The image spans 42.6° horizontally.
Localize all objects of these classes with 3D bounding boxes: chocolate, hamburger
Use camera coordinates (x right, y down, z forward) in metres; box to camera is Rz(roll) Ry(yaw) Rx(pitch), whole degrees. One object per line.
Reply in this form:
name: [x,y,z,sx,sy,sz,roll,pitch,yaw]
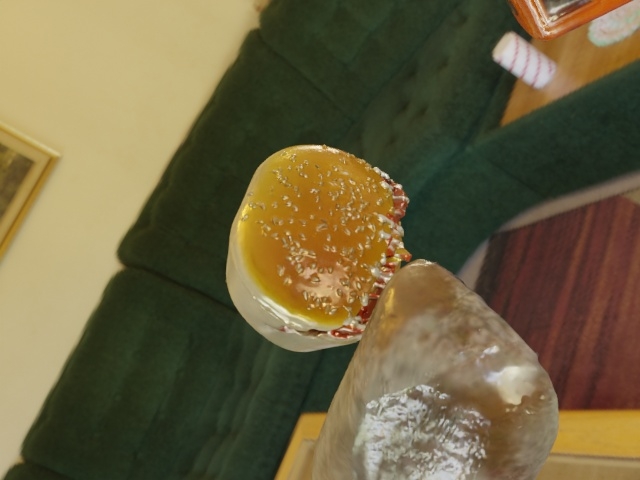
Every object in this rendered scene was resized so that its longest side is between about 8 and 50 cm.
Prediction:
chocolate: [0.068,0.179,0.680,0.185,0.100,0.303,42,133,31]
hamburger: [0.000,0.000,1.042,0.151,0.227,0.295,-44,23,47]

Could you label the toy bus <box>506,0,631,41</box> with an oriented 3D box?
toy bus: [0.116,-0.298,0.497,0.153,0.329,0.143,-26,25,16]
